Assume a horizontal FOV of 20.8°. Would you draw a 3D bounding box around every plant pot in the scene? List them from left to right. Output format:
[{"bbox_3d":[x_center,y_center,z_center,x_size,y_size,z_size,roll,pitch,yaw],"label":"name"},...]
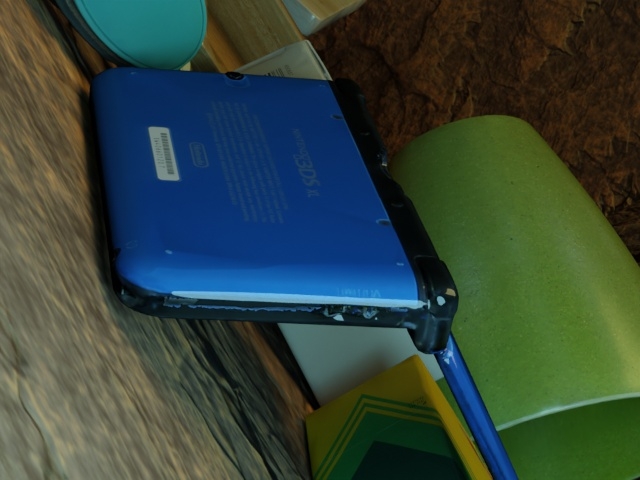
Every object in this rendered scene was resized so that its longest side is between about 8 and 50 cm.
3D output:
[{"bbox_3d":[0.157,0.053,1.481,0.275,0.275,0.293,51,22,-63],"label":"plant pot"}]

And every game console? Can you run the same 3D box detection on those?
[{"bbox_3d":[-0.010,0.031,1.028,0.293,0.250,0.173,-110,-154,-61],"label":"game console"}]

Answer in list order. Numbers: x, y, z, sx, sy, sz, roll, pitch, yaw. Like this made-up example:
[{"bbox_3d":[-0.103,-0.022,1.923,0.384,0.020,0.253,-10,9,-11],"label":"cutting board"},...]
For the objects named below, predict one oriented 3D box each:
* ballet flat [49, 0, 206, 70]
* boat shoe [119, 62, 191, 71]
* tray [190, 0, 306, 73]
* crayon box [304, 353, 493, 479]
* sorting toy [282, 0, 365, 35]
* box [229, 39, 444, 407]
[{"bbox_3d":[-0.159,-0.203,1.069,0.096,0.095,0.280,38,-7,31],"label":"ballet flat"},{"bbox_3d":[-0.113,-0.096,1.185,0.049,0.056,0.152,37,20,-36],"label":"boat shoe"},{"bbox_3d":[-0.046,-0.098,1.468,0.411,0.076,0.203,57,22,-49],"label":"tray"},{"bbox_3d":[0.128,0.289,1.129,0.363,0.106,0.313,59,6,-15],"label":"crayon box"},{"bbox_3d":[-0.092,-0.297,1.796,0.257,0.089,0.255,43,20,0],"label":"sorting toy"},{"bbox_3d":[0.000,0.000,1.272,0.094,0.113,0.275,-115,-178,-52],"label":"box"}]
